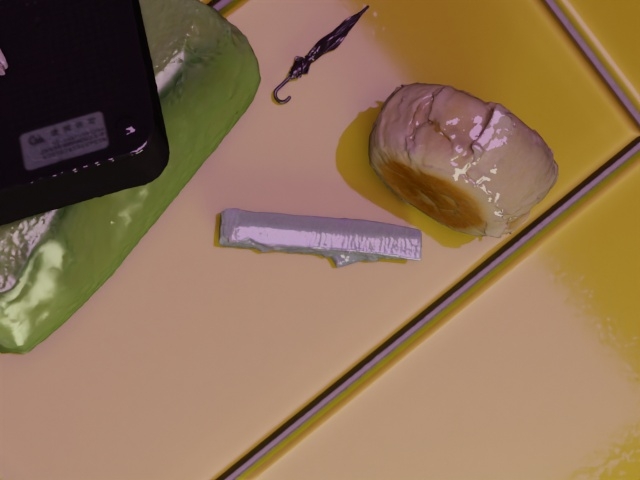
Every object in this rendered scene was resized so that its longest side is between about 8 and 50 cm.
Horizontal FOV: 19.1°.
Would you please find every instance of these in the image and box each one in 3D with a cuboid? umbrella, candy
[{"bbox_3d":[-0.001,-0.170,1.690,0.022,0.013,0.122,45,79,-17],"label":"umbrella"},{"bbox_3d":[-0.193,-0.062,1.594,0.132,0.142,0.343,36,79,22],"label":"candy"}]

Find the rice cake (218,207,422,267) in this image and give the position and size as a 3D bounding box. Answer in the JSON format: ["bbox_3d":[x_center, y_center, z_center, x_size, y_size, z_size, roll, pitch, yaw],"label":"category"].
[{"bbox_3d":[0.000,0.000,1.670,0.180,0.030,0.042,5,80,-10],"label":"rice cake"}]

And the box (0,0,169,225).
[{"bbox_3d":[-0.305,-0.103,1.523,0.350,0.058,0.211,-17,63,5],"label":"box"}]

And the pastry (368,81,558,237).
[{"bbox_3d":[0.120,-0.070,1.639,0.166,0.166,0.088,32,75,-7],"label":"pastry"}]

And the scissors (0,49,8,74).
[{"bbox_3d":[-0.300,-0.194,1.519,0.085,0.022,0.176,-37,66,-12],"label":"scissors"}]
